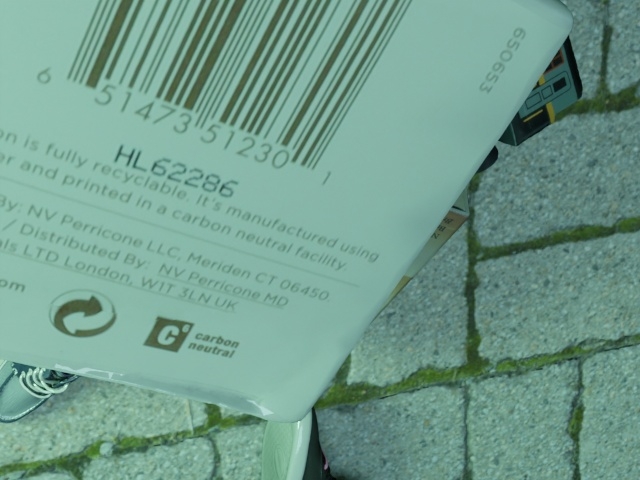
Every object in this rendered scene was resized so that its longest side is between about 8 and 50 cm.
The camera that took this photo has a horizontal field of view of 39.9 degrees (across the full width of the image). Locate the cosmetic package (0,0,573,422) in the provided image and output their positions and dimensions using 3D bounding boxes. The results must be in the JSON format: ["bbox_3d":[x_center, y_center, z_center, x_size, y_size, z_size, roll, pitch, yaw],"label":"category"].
[{"bbox_3d":[-0.111,-0.148,0.610,0.329,0.393,0.327,18,119,-25],"label":"cosmetic package"}]

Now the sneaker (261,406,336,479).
[{"bbox_3d":[0.007,0.304,1.091,0.147,0.104,0.295,-3,119,-16],"label":"sneaker"}]

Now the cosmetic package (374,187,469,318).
[{"bbox_3d":[0.000,0.000,0.869,0.153,0.129,0.296,18,135,-18],"label":"cosmetic package"}]

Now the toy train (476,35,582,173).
[{"bbox_3d":[0.140,-0.234,0.883,0.190,0.142,0.334,-32,116,-14],"label":"toy train"}]

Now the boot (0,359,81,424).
[{"bbox_3d":[-0.296,0.138,0.940,0.069,0.086,0.190,35,100,-25],"label":"boot"}]
